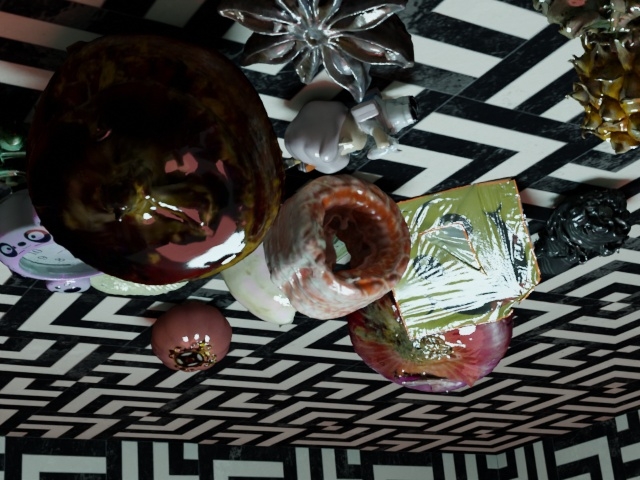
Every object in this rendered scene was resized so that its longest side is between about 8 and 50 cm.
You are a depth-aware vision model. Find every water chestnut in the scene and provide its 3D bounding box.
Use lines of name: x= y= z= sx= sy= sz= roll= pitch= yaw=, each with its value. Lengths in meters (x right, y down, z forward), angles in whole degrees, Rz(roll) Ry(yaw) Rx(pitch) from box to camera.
water chestnut: x=-0.220 y=-0.093 z=1.388 sx=0.351 sy=0.302 sz=0.350 roll=4 pitch=117 yaw=7

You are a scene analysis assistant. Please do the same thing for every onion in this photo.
onion: x=0.224 y=0.132 z=2.209 sx=0.348 sy=0.285 sz=0.347 roll=14 pitch=128 yaw=19

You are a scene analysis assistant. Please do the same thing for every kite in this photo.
kite: x=0.235 y=0.028 z=2.007 sx=0.328 sy=0.013 sz=0.377 roll=32 pitch=116 yaw=-3

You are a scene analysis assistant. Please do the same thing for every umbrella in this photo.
umbrella: x=0.466 y=0.003 z=2.090 sx=0.154 sy=0.128 sz=0.336 roll=2 pitch=160 yaw=-22

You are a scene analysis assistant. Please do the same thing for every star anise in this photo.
star anise: x=0.000 y=-0.276 z=1.316 sx=0.223 sy=0.109 sz=0.236 roll=25 pitch=146 yaw=-27

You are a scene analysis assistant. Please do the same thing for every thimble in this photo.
thimble: x=0.028 y=0.009 z=1.875 sx=0.239 sy=0.239 sz=0.162 roll=10 pitch=156 yaw=-32

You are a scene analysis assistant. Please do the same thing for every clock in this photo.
clock: x=-0.380 y=-0.006 z=1.647 sx=0.228 sy=0.090 sz=0.248 roll=-22 pitch=156 yaw=26

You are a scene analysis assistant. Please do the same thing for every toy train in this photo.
toy train: x=-0.412 y=-0.114 z=1.632 sx=0.155 sy=0.115 sz=0.269 roll=-10 pitch=159 yaw=-11

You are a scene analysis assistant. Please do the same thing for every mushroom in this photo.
mushroom: x=-0.116 y=0.058 z=2.015 sx=0.173 sy=0.162 sz=0.236 roll=17 pitch=156 yaw=-26

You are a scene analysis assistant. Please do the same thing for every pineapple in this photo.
pineapple: x=0.339 y=-0.276 z=1.296 sx=0.263 sy=0.262 sz=0.272 roll=-24 pitch=131 yaw=39

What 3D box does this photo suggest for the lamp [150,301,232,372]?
lamp: x=-0.286 y=0.208 z=2.432 sx=0.182 sy=0.140 sz=0.182 roll=-6 pitch=140 yaw=-5

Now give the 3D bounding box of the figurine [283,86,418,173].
figurine: x=0.033 y=-0.161 z=1.602 sx=0.229 sy=0.137 sz=0.112 roll=-17 pitch=124 yaw=18

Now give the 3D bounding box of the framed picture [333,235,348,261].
framed picture: x=0.000 y=0.000 z=2.124 sx=0.173 sy=0.010 sz=0.231 roll=6 pitch=156 yaw=-25

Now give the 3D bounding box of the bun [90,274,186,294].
bun: x=-0.317 y=0.003 z=1.902 sx=0.231 sy=0.133 sz=0.231 roll=-6 pitch=149 yaw=-4
